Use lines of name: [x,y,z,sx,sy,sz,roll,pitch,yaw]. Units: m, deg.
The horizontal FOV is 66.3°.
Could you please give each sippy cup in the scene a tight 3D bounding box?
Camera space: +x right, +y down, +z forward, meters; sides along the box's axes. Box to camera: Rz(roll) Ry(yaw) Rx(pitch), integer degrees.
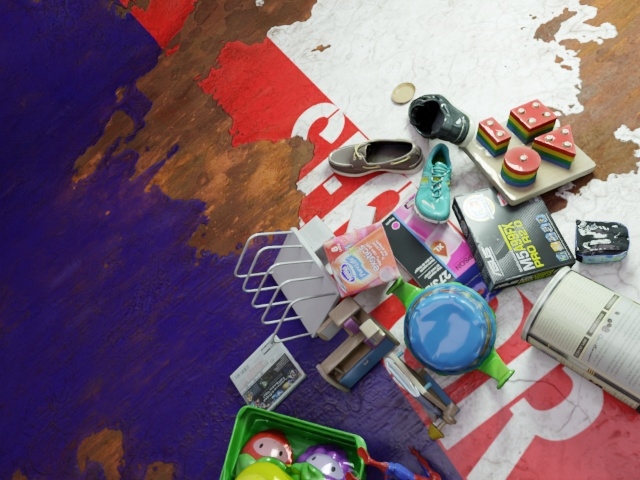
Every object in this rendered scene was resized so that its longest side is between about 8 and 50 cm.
sippy cup: [0.302,0.213,1.162,0.305,0.224,0.240,3,84,16]

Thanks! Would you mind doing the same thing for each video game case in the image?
video game case: [-0.157,0.402,1.450,0.190,0.022,0.173,-45,56,0]

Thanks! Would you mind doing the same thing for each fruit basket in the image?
fruit basket: [-0.091,0.561,1.141,0.391,0.392,0.283,4,69,27]

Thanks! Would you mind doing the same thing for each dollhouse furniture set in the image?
dollhouse furniture set: [0.141,0.345,1.174,0.198,0.286,0.303,-45,45,1]

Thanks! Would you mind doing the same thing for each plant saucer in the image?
plant saucer: [0.283,-0.497,1.656,0.083,0.015,0.084,-11,62,21]

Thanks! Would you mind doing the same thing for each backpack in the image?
backpack: [0.683,0.005,1.190,0.114,0.084,0.105,-1,66,29]

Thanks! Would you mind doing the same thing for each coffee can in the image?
coffee can: [0.613,0.209,1.059,0.275,0.201,0.202,34,84,33]

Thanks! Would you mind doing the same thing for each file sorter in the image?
file sorter: [-0.106,0.126,1.416,0.278,0.172,0.193,53,130,34]

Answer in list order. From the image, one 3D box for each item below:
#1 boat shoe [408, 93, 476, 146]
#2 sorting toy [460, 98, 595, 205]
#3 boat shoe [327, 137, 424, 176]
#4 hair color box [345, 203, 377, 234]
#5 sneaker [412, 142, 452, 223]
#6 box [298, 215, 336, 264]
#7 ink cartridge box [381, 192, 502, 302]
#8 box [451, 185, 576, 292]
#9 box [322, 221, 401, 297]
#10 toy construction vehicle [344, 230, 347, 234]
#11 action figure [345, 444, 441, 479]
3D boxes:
boat shoe: [0.321,-0.365,1.448,0.340,0.112,0.127,-115,37,-54]
sorting toy: [0.557,-0.253,1.317,0.256,0.089,0.256,-22,56,-8]
boat shoe: [0.163,-0.271,1.561,0.324,0.096,0.117,5,70,28]
hair color box: [0.119,-0.034,1.469,0.071,0.043,0.141,13,76,17]
sneaker: [0.322,-0.162,1.379,0.106,0.110,0.276,8,52,4]
box: [0.000,0.000,1.511,0.087,0.101,0.102,-40,56,3]
ink cartridge box: [0.320,0.045,1.364,0.175,0.069,0.371,-41,59,3]
box: [0.492,-0.020,1.271,0.216,0.060,0.270,-13,60,-2]
box: [0.103,0.049,1.274,0.153,0.300,0.142,-20,87,4]
toy construction vehicle: [0.116,-0.014,1.502,0.098,0.035,0.086,-46,56,0]
action figure: [0.169,0.526,1.120,0.092,0.280,0.139,-62,25,-3]
